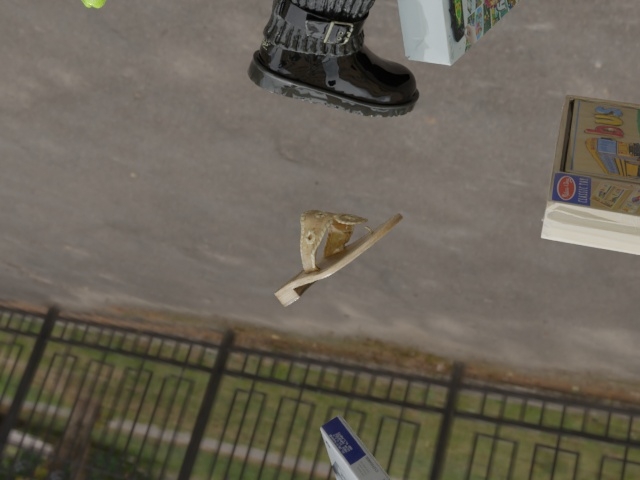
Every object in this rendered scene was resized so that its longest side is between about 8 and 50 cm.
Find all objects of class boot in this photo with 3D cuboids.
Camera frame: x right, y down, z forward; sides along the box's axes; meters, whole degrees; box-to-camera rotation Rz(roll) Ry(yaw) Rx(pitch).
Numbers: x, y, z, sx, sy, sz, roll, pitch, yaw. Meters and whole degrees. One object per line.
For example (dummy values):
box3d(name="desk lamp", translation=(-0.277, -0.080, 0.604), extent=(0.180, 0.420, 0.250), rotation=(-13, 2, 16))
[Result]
box3d(name="boot", translation=(0.064, -0.358, 1.582), extent=(0.348, 0.131, 0.260), rotation=(5, 126, -31))

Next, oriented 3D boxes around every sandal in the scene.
box3d(name="sandal", translation=(-0.004, 0.003, 1.126), extent=(0.079, 0.088, 0.240), rotation=(51, 139, -1))

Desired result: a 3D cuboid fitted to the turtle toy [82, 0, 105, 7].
box3d(name="turtle toy", translation=(-0.318, -0.392, 1.297), extent=(0.066, 0.130, 0.095), rotation=(-4, -157, 3))

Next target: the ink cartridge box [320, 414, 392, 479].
box3d(name="ink cartridge box", translation=(0.089, 0.412, 1.433), extent=(0.223, 0.045, 0.224), rotation=(46, 161, 44))

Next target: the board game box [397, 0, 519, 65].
box3d(name="board game box", translation=(0.251, -0.478, 1.617), extent=(0.098, 0.303, 0.224), rotation=(16, 135, 33))

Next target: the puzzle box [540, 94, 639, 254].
box3d(name="puzzle box", translation=(0.437, -0.089, 1.200), extent=(0.272, 0.409, 0.052), rotation=(9, 119, 12))
